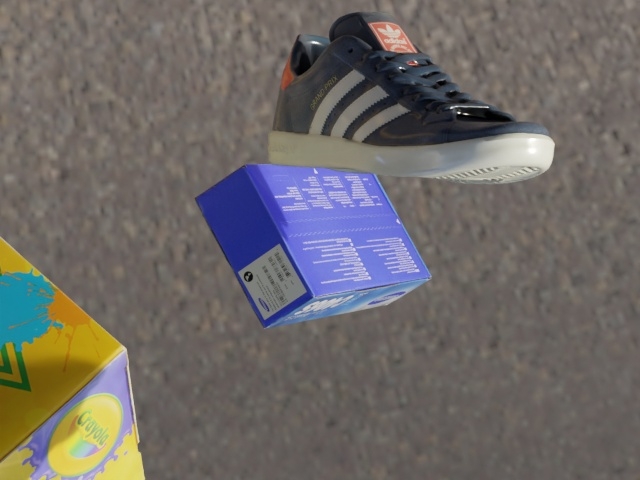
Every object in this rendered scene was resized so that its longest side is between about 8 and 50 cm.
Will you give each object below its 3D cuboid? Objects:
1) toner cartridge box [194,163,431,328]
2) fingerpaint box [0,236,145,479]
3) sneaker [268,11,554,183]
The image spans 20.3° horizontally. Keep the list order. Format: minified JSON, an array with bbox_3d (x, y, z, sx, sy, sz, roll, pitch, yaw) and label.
[{"bbox_3d":[0.000,0.000,2.031,0.075,0.165,0.348,-31,169,22],"label":"toner cartridge box"},{"bbox_3d":[-0.333,0.132,1.544,0.163,0.371,0.445,-43,160,-23],"label":"fingerpaint box"},{"bbox_3d":[0.071,-0.130,1.586,0.131,0.148,0.350,4,-177,-39],"label":"sneaker"}]
